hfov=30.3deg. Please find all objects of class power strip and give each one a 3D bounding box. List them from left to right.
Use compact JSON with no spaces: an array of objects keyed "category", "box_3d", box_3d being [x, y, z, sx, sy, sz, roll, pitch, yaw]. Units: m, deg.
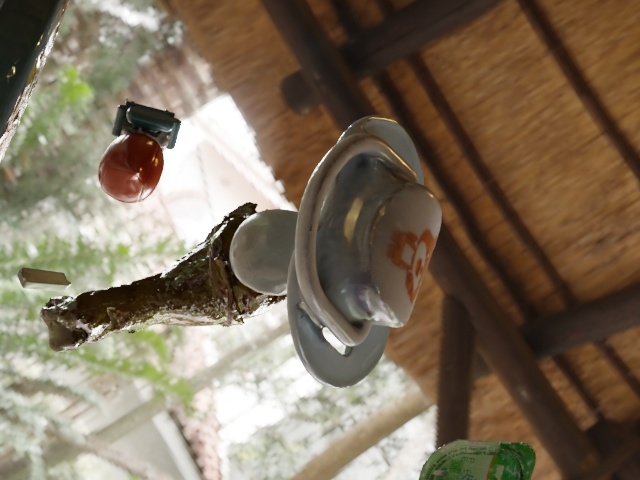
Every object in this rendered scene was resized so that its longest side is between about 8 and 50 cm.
[{"category":"power strip","box_3d":[-0.374,0.054,1.604,0.083,0.017,0.027,12,41,-49]}]

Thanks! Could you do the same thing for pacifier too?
[{"category":"pacifier","box_3d":[0.000,0.000,1.171,0.207,0.278,0.227,3,-30,35]}]

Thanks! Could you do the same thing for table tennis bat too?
[{"category":"table tennis bat","box_3d":[-0.184,0.019,0.519,0.044,0.329,0.215,26,16,-16]}]

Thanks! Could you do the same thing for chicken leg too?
[{"category":"chicken leg","box_3d":[-0.158,0.057,1.516,0.140,0.361,0.211,62,-37,12]}]

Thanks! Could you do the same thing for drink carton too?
[{"category":"drink carton","box_3d":[0.201,0.330,1.384,0.144,0.146,0.142,-4,-38,36]}]

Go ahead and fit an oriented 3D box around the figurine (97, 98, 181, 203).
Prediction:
[{"category":"figurine","box_3d":[-0.180,-0.088,1.176,0.140,0.068,0.075,-92,-158,-58]}]
